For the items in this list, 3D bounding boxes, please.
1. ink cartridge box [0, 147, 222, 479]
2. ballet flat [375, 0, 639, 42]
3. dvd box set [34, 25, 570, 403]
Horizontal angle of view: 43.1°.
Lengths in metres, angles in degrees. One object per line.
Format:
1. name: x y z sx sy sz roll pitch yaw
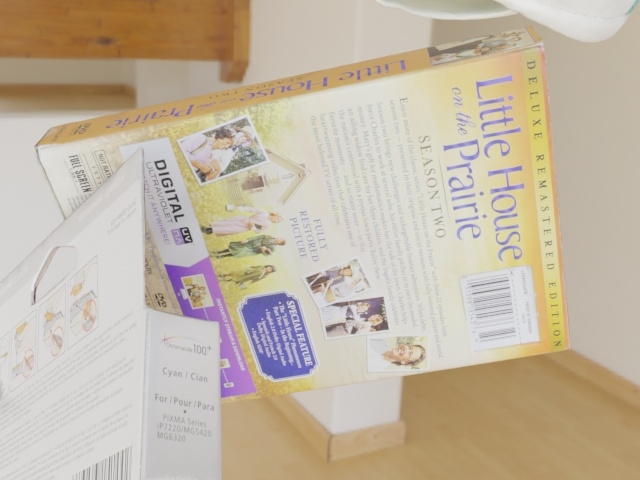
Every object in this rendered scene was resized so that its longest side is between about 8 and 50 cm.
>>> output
1. ink cartridge box: -0.184 0.112 0.626 0.066 0.261 0.296 18 -35 -37
2. ballet flat: 0.009 -0.207 0.479 0.400 0.139 0.139 26 25 26
3. dvd box set: 0.000 0.000 0.733 0.421 0.307 0.062 -11 31 8
